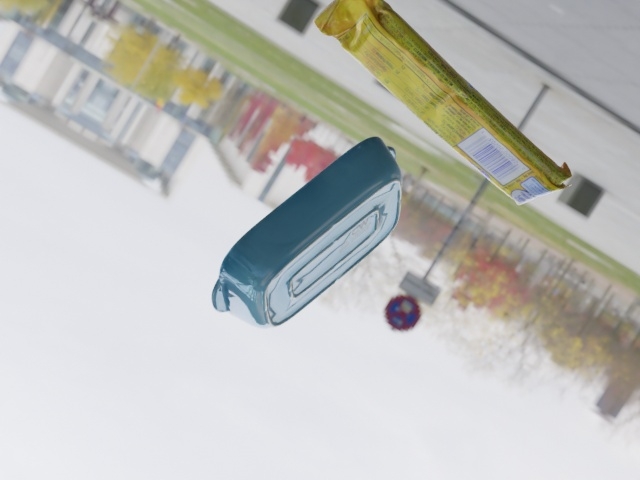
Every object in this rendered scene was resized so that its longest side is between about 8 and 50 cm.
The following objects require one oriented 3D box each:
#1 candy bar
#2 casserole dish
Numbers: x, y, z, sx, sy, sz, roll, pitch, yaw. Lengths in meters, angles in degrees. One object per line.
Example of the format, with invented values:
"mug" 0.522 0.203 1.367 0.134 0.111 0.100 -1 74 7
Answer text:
"candy bar" 0.066 -0.069 0.550 0.161 0.040 0.018 38 -135 -21
"casserole dish" 0.000 0.000 0.818 0.037 0.188 0.114 42 160 23
